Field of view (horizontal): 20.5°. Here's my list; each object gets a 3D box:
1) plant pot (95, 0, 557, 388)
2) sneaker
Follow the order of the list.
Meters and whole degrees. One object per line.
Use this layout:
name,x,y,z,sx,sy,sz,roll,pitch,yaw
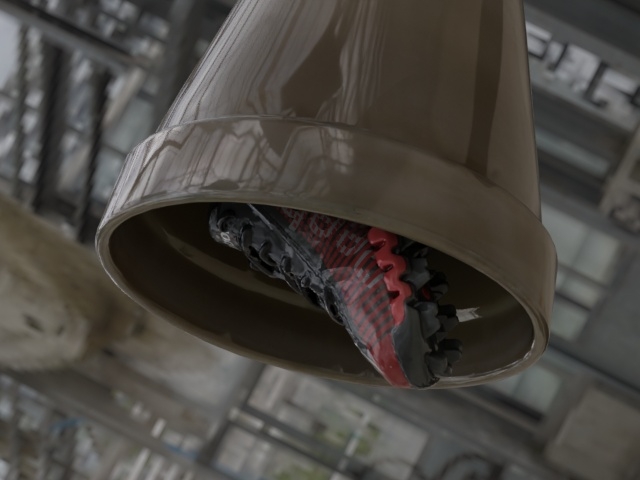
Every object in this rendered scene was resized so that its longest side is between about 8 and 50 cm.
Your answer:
plant pot,0.028,-0.078,1.287,0.323,0.323,0.280,107,177,-66
sneaker,0.000,0.000,1.204,0.135,0.276,0.097,-27,-33,3
